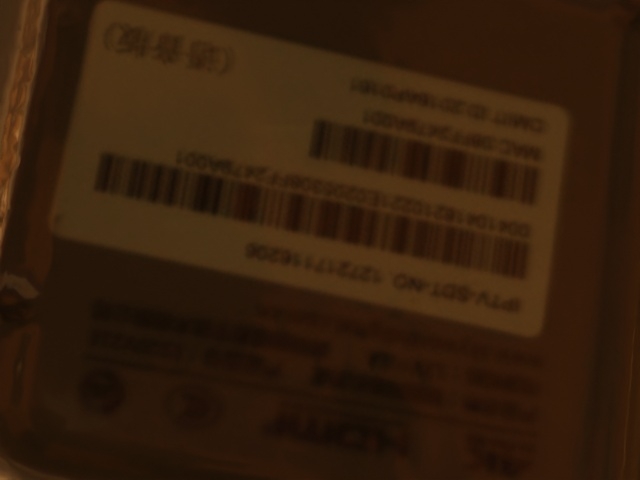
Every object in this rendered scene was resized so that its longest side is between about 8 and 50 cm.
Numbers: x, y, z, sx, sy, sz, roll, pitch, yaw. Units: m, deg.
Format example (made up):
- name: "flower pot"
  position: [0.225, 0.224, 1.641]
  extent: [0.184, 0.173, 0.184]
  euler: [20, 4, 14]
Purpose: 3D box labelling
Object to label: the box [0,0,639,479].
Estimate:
- name: "box"
  position: [0.000, 0.000, 0.744]
  extent: [0.090, 0.367, 0.373]
  euler: [126, 152, -71]
